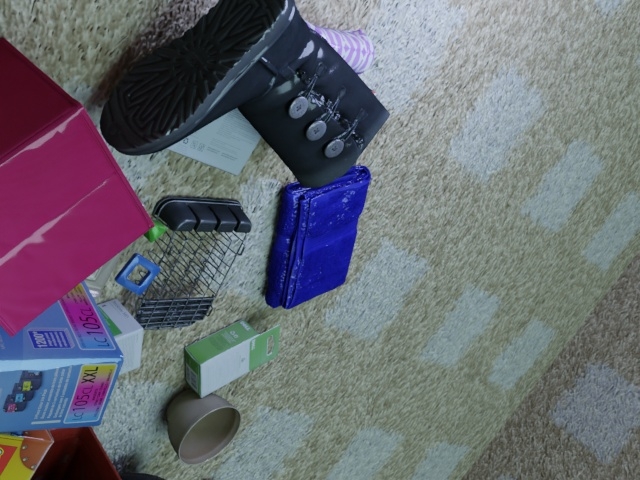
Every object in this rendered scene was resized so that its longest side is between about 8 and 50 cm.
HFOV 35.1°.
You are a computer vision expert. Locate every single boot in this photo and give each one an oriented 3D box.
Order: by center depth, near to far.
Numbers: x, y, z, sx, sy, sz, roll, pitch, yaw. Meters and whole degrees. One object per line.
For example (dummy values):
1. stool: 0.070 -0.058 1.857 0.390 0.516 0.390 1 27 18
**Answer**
1. boot: -0.108 -0.202 1.706 0.367 0.146 0.445 -37 154 8

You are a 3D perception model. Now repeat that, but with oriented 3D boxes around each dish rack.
1. dish rack: -0.256 0.050 1.921 0.208 0.074 0.271 2 123 -47

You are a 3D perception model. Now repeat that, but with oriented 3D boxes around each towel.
1. towel: 0.000 0.000 2.147 0.228 0.076 0.308 -18 135 -36

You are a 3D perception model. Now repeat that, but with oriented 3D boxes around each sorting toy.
1. sorting toy: -0.414 -0.009 1.695 0.348 0.047 0.196 18 105 -42

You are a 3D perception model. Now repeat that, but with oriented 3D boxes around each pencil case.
1. pencil case: 0.011 -0.351 1.816 0.206 0.086 0.088 -1 89 -50

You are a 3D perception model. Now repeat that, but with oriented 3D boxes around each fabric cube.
1. fabric cube: -0.439 -0.078 1.414 0.258 0.254 0.259 -39 139 -14

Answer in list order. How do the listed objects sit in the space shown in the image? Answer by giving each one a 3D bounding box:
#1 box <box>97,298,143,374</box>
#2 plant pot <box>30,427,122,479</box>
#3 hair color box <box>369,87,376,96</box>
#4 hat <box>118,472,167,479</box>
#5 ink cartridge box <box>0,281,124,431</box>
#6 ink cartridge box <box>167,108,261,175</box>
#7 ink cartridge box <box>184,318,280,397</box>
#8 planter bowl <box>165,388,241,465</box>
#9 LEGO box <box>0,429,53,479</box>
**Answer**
1. box: -0.391 0.184 1.868 0.087 0.101 0.102 -19 136 -37
2. plant pot: -0.539 0.545 1.935 0.267 0.267 0.235 -7 138 -44
3. hair color box: 0.056 -0.236 2.009 0.072 0.043 0.141 -14 132 -38
4. hat: -0.390 0.573 2.164 0.331 0.331 0.134 63 33 -54
5. ink cartridge box: -0.531 0.151 1.497 0.396 0.270 0.151 2 121 -35
6. ink cartridge box: -0.167 -0.239 1.758 0.223 0.045 0.224 20 107 -53
7. ink cartridge box: -0.190 0.242 2.182 0.209 0.062 0.109 -26 139 -31
8. planter bowl: -0.268 0.392 2.198 0.162 0.109 0.162 -28 140 -27
9. LEGO box: -0.729 0.435 1.610 0.372 0.193 0.500 22 106 -44
